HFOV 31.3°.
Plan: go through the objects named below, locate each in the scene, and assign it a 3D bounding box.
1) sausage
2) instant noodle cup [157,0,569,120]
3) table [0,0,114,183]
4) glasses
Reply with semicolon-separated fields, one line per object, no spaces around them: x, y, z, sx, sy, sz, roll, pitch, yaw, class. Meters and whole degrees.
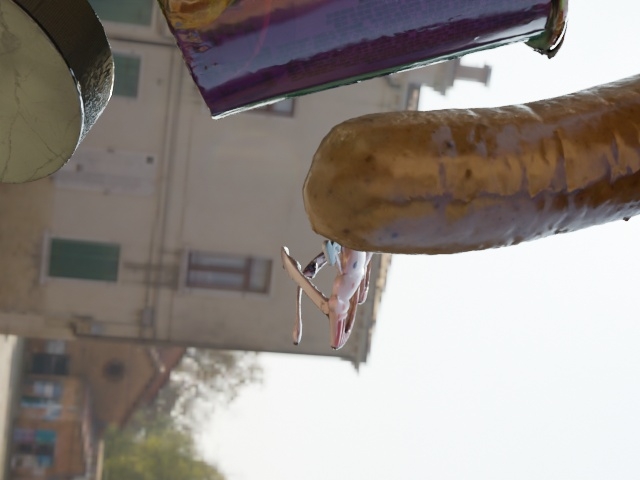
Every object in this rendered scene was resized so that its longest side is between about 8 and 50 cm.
0.221;-0.075;1.017;0.123;0.501;0.136;119;-44;-64;sausage
-0.004;-0.184;0.609;0.251;0.190;0.251;-20;90;-90;instant noodle cup
-0.176;-0.094;0.589;0.133;0.134;0.043;106;5;-46;table
0.007;-0.005;1.125;0.255;0.095;0.162;-71;171;-67;glasses
